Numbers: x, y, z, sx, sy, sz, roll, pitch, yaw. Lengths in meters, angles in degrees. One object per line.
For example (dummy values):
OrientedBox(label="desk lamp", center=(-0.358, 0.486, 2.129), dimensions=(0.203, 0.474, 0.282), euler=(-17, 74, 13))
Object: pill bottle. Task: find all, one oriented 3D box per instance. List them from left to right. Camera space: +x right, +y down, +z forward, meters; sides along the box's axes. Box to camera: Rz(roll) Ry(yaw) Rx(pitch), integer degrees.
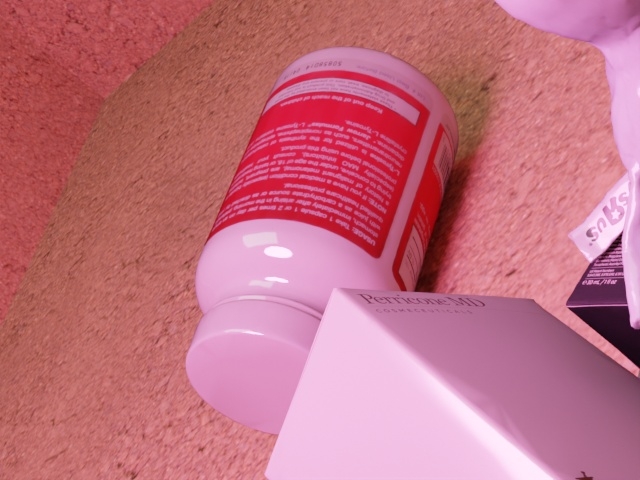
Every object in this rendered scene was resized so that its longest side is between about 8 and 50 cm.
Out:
OrientedBox(label="pill bottle", center=(0.000, 0.000, 1.729), dimensions=(0.229, 0.229, 0.408), euler=(-30, 29, 43))

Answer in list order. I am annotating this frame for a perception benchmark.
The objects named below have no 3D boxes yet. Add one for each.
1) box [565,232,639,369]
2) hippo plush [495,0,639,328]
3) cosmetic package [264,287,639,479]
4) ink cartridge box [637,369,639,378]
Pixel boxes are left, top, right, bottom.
OrientedBox(label="box", center=(0.297, -0.007, 0.954), dimensions=(0.184, 0.103, 0.261), euler=(-59, 23, -17))
OrientedBox(label="hippo plush", center=(0.190, -0.161, 0.958), dimensions=(0.294, 0.236, 0.234), euler=(-45, 22, 11))
OrientedBox(label="cosmetic package", center=(0.152, 0.179, 0.970), dimensions=(0.365, 0.197, 0.155), euler=(40, 117, 44))
OrientedBox(label="ink cartridge box", center=(0.368, 0.048, 1.043), dimensions=(0.307, 0.129, 0.223), euler=(-27, 32, 46))
